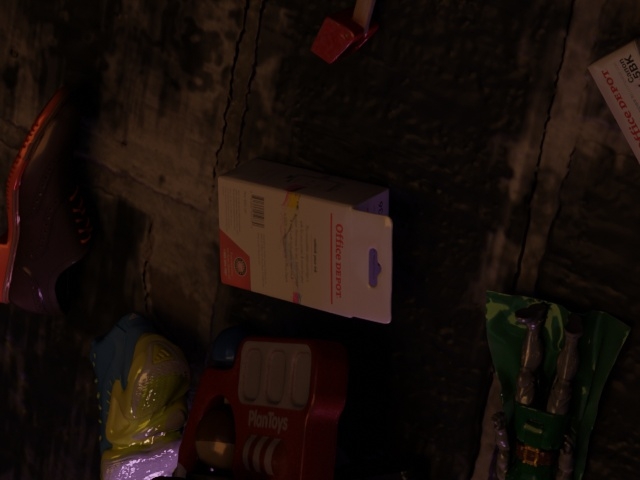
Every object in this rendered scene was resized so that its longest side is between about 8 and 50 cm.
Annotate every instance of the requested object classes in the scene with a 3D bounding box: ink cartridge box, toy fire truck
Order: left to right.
[{"bbox_3d":[-0.062,0.214,1.886,0.302,0.169,0.254,-1,82,64],"label":"toy fire truck"},{"bbox_3d":[0.000,0.000,1.827,0.198,0.067,0.115,15,117,32],"label":"ink cartridge box"},{"bbox_3d":[0.017,-0.271,1.719,0.135,0.047,0.192,41,126,14],"label":"toy fire truck"},{"bbox_3d":[0.302,-0.134,1.566,0.135,0.056,0.099,-28,92,39],"label":"ink cartridge box"}]

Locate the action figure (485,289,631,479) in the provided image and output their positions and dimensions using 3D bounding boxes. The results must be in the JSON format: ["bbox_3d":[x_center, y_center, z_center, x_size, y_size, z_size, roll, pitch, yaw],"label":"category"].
[{"bbox_3d":[0.203,0.168,1.759,0.137,0.063,0.232,17,121,26],"label":"action figure"}]

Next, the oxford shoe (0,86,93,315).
[{"bbox_3d":[-0.275,-0.038,2.006,0.098,0.097,0.271,21,126,4],"label":"oxford shoe"}]

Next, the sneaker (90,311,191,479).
[{"bbox_3d":[-0.198,0.171,2.040,0.126,0.091,0.240,59,142,36],"label":"sneaker"}]

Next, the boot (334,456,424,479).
[{"bbox_3d":[0.070,0.268,1.903,0.121,0.045,0.099,-9,108,39],"label":"boot"}]
